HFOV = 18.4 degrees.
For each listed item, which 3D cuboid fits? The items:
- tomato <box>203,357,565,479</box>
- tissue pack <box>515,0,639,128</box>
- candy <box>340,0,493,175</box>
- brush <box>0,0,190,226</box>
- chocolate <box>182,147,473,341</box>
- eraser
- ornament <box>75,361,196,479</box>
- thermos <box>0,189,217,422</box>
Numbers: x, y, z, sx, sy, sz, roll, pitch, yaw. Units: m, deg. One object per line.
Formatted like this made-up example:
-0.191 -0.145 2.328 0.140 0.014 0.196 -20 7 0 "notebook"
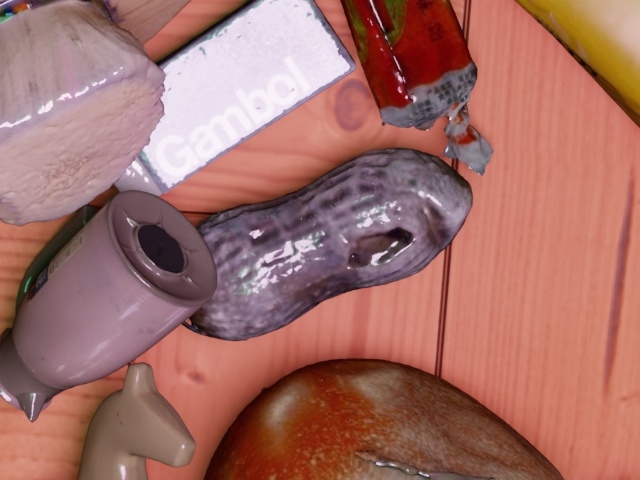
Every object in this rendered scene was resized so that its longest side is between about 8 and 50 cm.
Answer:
0.045 0.240 1.511 0.303 0.239 0.304 -1 98 -10 "tomato"
0.291 -0.173 1.504 0.192 0.134 0.271 -45 86 4 "tissue pack"
0.059 -0.179 1.540 0.086 0.059 0.292 -27 100 -22 "candy"
-0.169 -0.148 1.453 0.266 0.174 0.166 -31 63 -6 "brush"
0.000 0.000 1.545 0.248 0.110 0.110 -19 99 0 "chocolate"
-0.082 -0.115 1.549 0.212 0.046 0.092 -34 100 1 "eraser"
-0.170 0.230 1.526 0.230 0.061 0.245 -18 80 39 "ornament"
-0.182 0.045 1.518 0.105 0.137 0.193 19 132 -41 "thermos"
